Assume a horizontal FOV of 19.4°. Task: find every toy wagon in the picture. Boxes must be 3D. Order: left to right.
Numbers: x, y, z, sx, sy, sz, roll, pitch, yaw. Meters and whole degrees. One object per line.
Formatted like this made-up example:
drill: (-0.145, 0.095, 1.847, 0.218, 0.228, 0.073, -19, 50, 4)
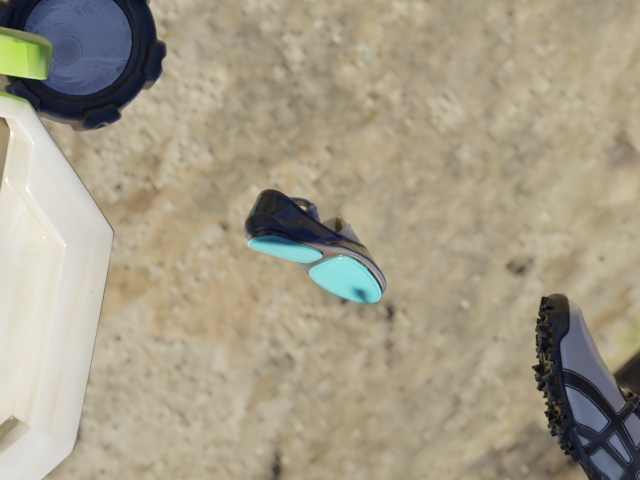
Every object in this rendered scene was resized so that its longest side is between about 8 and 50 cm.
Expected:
toy wagon: (-0.255, 0.022, 0.804, 0.344, 0.068, 0.267, 8, 95, -34)

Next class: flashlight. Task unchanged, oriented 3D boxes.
flashlight: (-0.160, -0.118, 1.182, 0.103, 0.304, 0.103, 10, 90, -10)

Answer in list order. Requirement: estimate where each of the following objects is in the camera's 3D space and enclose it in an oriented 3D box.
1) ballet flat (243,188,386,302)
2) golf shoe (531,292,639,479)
ballet flat: (0.000, 0.000, 1.880, 0.074, 0.074, 0.203, -48, 136, 13)
golf shoe: (0.194, 0.121, 1.194, 0.094, 0.198, 0.077, -17, -175, 2)
